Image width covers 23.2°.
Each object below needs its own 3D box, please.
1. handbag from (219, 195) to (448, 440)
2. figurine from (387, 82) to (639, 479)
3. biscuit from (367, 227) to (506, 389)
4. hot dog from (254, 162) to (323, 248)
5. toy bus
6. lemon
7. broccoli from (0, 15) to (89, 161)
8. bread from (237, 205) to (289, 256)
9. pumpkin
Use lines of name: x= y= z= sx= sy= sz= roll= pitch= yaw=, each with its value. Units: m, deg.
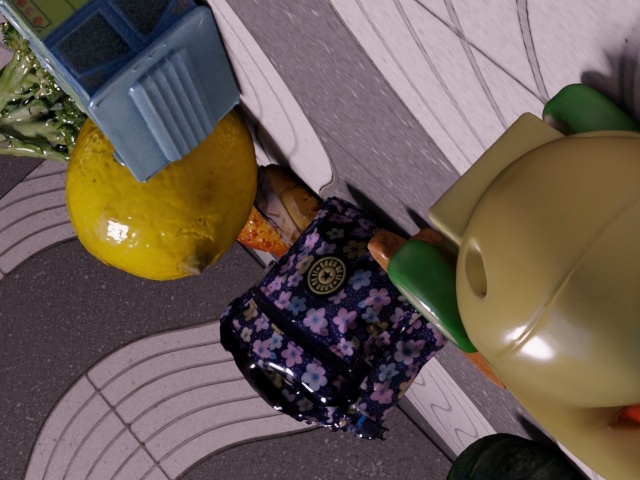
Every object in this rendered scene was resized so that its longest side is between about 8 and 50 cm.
handbag: x=0.013 y=0.078 z=1.540 sx=0.228 sy=0.208 sz=0.127 roll=41 pitch=176 yaw=38
figurine: x=0.165 y=0.062 z=0.707 sx=0.222 sy=0.124 sz=0.324 roll=40 pitch=174 yaw=35
biscuit: x=0.144 y=0.066 z=1.264 sx=0.205 sy=0.049 sz=0.324 roll=47 pitch=175 yaw=-7
hot dog: x=0.000 y=0.000 z=1.877 sx=0.253 sy=0.069 sz=0.131 roll=49 pitch=-175 yaw=25
toy bus: x=-0.202 y=-0.195 z=1.593 sx=0.190 sy=0.152 sz=0.312 roll=47 pitch=174 yaw=10
lemon: x=-0.185 y=-0.079 z=1.847 sx=0.228 sy=0.253 sz=0.228 roll=12 pitch=155 yaw=5
broccoli: x=-0.398 y=-0.220 z=2.346 sx=0.304 sy=0.283 sz=0.321 roll=-9 pitch=-105 yaw=-84
bread: x=-0.094 y=-0.034 z=2.231 sx=0.139 sy=0.095 sz=0.269 roll=54 pitch=-179 yaw=22
pumpkin: x=0.238 y=0.322 z=1.807 sx=0.211 sy=0.152 sz=0.211 roll=42 pitch=173 yaw=6
